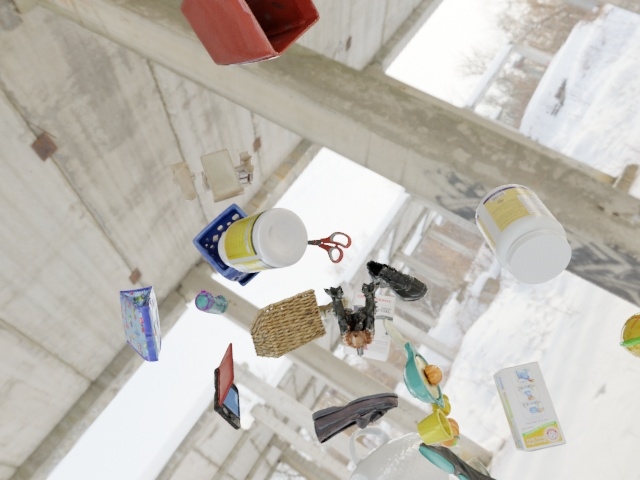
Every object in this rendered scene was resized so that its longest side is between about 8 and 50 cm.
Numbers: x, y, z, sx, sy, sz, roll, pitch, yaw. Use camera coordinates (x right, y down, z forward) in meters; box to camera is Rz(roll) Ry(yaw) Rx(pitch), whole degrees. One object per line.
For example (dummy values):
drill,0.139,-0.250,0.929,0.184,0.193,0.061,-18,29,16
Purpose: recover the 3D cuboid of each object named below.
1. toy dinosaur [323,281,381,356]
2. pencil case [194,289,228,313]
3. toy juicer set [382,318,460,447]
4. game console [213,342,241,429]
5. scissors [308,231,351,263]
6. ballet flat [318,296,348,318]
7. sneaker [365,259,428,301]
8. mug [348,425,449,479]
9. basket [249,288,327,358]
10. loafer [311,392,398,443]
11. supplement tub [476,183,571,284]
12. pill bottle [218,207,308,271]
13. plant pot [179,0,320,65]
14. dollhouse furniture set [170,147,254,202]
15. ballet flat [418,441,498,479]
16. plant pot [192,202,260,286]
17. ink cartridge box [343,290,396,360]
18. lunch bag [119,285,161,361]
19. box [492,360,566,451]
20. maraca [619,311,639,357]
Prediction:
toy dinosaur,0.114,0.238,1.537,0.322,0.164,0.218,176,87,-73
pencil case,-0.357,0.205,1.726,0.151,0.065,0.070,54,-145,-76
toy juicer set,0.276,0.354,1.315,0.089,0.329,0.209,-32,-42,17
game console,-0.194,0.327,1.187,0.085,0.124,0.144,-34,26,6
scissors,0.000,0.000,1.849,0.021,0.297,0.109,19,-88,-40
ballet flat,0.037,0.321,2.422,0.206,0.067,0.073,-23,-26,26
sneaker,0.298,0.160,2.129,0.109,0.286,0.130,-59,-38,-18
mug,0.258,0.888,2.042,0.328,0.374,0.276,-4,-48,-38
basket,-0.159,0.348,2.259,0.299,0.223,0.213,-20,5,-36
loafer,0.109,0.543,1.601,0.303,0.095,0.109,-25,-36,27
supplement tub,0.711,-0.026,1.860,0.331,0.241,0.241,-97,22,-56
pill bottle,-0.203,0.008,1.723,0.334,0.188,0.188,-11,35,54
plant pot,-0.206,-0.620,1.400,0.267,0.236,0.267,56,-135,-26
dollhouse furniture set,-0.392,-0.187,2.026,0.303,0.173,0.355,-19,-12,-13
ballet flat,0.459,0.738,1.722,0.096,0.280,0.095,-40,-29,-33
plant pot,-0.323,0.032,2.100,0.236,0.236,0.212,-44,-28,-5
ink cartridge box,0.192,0.328,2.047,0.100,0.172,0.237,91,-170,-58
lunch bag,-0.681,0.325,2.020,0.138,0.293,0.220,-9,-76,-22
box,0.533,0.430,1.355,0.114,0.103,0.203,68,-171,-67
maraca,0.671,0.187,1.053,0.127,0.099,0.186,-27,-20,38
